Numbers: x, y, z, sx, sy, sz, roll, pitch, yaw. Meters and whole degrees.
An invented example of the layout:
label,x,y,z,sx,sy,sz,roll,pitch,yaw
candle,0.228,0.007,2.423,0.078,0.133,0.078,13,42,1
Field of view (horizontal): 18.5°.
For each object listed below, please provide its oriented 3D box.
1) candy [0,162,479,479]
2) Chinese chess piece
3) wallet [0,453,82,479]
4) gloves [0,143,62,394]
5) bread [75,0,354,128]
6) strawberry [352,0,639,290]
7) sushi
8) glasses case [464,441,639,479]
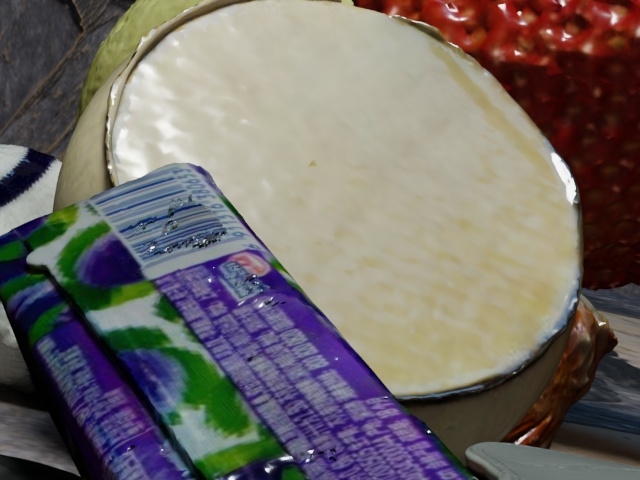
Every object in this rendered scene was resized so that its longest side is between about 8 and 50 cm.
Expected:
label,x,y,z,sx,sy,sz,roll,pitch,yaw
candy,-0.023,0.061,0.569,0.088,0.061,0.312,-22,28,-12
Chinese chess piece,0.000,0.000,0.942,0.257,0.257,0.104,11,-39,-17
wallet,-0.172,0.088,0.546,0.168,0.052,0.245,11,5,18
gloves,-0.112,0.039,1.047,0.218,0.131,0.140,40,-7,-5
bread,-0.024,-0.072,1.457,0.320,0.321,0.237,8,23,-48
strawberry,0.207,-0.106,1.242,0.351,0.267,0.312,0,-40,37
sushi,0.083,0.060,1.184,0.130,0.124,0.332,27,-2,-12
glasses case,0.090,0.115,0.679,0.308,0.083,0.128,9,5,-44
